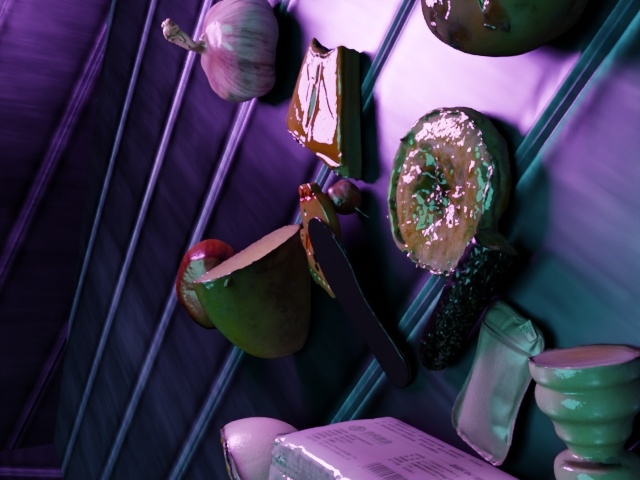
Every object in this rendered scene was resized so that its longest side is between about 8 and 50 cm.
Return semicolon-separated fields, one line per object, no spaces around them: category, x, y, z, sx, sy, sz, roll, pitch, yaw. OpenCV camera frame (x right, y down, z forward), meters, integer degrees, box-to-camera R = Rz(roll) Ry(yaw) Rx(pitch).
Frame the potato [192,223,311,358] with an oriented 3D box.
potato;-0.088;0.133;1.525;0.112;0.269;0.255;9;126;57

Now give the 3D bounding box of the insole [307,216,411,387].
insole;0.064;0.106;1.321;0.348;0.009;0.119;59;152;20

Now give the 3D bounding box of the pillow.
pillow;0.253;0.206;1.066;0.130;0.038;0.233;37;120;55

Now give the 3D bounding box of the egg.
egg;-0.096;0.491;1.526;0.264;0.174;0.286;-119;18;-47

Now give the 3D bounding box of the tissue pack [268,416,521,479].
tissue pack;0.114;0.404;1.082;0.356;0.266;0.194;10;99;58

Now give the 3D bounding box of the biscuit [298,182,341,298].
biscuit;0.000;0.000;1.410;0.166;0.036;0.226;43;145;50

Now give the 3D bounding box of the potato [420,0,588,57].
potato;0.237;-0.326;0.987;0.262;0.165;0.165;-166;77;-64

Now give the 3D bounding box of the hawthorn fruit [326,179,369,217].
hawthorn fruit;0.052;-0.068;1.363;0.103;0.066;0.067;49;130;44

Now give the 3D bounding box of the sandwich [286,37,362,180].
sandwich;0.024;-0.263;1.405;0.245;0.063;0.212;47;128;45

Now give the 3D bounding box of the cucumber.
cucumber;0.205;0.105;1.096;0.072;0.072;0.300;60;144;39

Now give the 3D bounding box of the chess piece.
chess piece;0.331;0.254;0.883;0.133;0.133;0.243;-7;91;58

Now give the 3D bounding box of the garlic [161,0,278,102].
garlic;-0.225;-0.436;1.634;0.245;0.253;0.245;-25;62;61

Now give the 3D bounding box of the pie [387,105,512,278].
pie;0.191;-0.075;1.147;0.274;0.055;0.274;0;90;58

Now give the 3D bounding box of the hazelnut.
hazelnut;-0.256;0.103;1.780;0.181;0.181;0.212;10;102;29
